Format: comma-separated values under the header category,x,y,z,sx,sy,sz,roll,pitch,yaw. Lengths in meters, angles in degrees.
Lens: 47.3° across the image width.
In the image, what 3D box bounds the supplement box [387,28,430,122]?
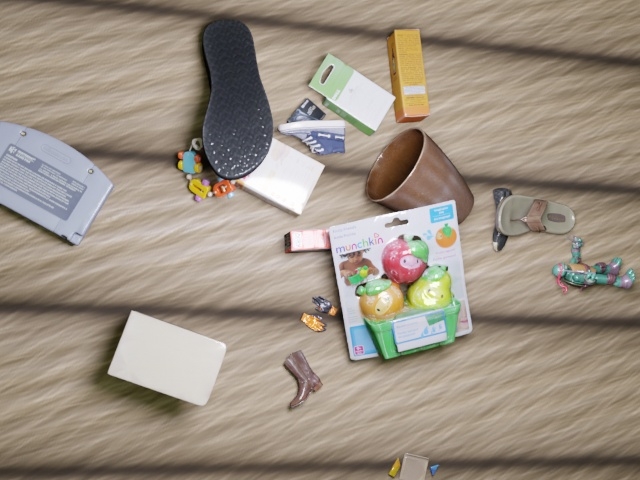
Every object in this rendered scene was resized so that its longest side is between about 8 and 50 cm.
category,x,y,z,sx,sy,sz,roll,pitch,yaw
supplement box,0.230,-0.432,1.923,0.080,0.078,0.233,-7,87,-13

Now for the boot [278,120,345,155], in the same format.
category,x,y,z,sx,sy,sz,roll,pitch,yaw
boot,-0.016,-0.256,1.839,0.190,0.069,0.086,-7,97,-28

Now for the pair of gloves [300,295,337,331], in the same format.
category,x,y,z,sx,sy,sz,roll,pitch,yaw
pair of gloves,-0.003,0.186,1.850,0.074,0.010,0.083,34,78,-7

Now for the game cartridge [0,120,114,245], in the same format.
category,x,y,z,sx,sy,sz,roll,pitch,yaw
game cartridge,-0.652,-0.143,1.717,0.297,0.062,0.198,30,75,-8

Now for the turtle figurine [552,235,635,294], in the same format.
category,x,y,z,sx,sy,sz,roll,pitch,yaw
turtle figurine,0.713,0.075,1.969,0.234,0.118,0.175,8,43,-13

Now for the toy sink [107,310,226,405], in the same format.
category,x,y,z,sx,sy,sz,roll,pitch,yaw
toy sink,-0.351,0.273,1.705,0.234,0.131,0.152,19,81,-5

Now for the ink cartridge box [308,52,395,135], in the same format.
category,x,y,z,sx,sy,sz,roll,pitch,yaw
ink cartridge box,0.076,-0.376,1.891,0.209,0.062,0.109,32,79,-8

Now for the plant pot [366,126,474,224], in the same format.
category,x,y,z,sx,sy,sz,roll,pitch,yaw
plant pot,0.273,-0.135,1.855,0.230,0.215,0.215,32,79,-23

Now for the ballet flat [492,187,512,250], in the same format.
category,x,y,z,sx,sy,sz,roll,pitch,yaw
ballet flat,0.483,-0.056,1.969,0.057,0.049,0.173,15,81,-52

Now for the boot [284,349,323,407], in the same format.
category,x,y,z,sx,sy,sz,roll,pitch,yaw
boot,-0.063,0.340,1.809,0.106,0.037,0.114,-37,97,-26

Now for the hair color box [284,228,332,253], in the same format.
category,x,y,z,sx,sy,sz,roll,pitch,yaw
hair color box,0.000,0.000,1.825,0.167,0.093,0.053,-2,85,-12

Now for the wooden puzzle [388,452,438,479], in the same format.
category,x,y,z,sx,sy,sz,roll,pitch,yaw
wooden puzzle,0.237,0.583,1.867,0.116,0.014,0.078,22,85,-9

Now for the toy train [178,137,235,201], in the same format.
category,x,y,z,sx,sy,sz,roll,pitch,yaw
toy train,-0.273,-0.165,1.783,0.125,0.046,0.166,-31,92,29

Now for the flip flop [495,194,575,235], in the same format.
category,x,y,z,sx,sy,sz,roll,pitch,yaw
flip flop,0.580,-0.062,1.944,0.277,0.080,0.112,4,90,-25

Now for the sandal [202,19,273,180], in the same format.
category,x,y,z,sx,sy,sz,roll,pitch,yaw
sandal,-0.206,-0.335,1.791,0.168,0.107,0.445,-1,66,-8

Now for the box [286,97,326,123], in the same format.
category,x,y,z,sx,sy,sz,roll,pitch,yaw
box,-0.036,-0.315,1.884,0.067,0.018,0.083,41,78,-7

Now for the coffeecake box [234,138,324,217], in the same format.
category,x,y,z,sx,sy,sz,roll,pitch,yaw
coffeecake box,-0.106,-0.164,1.829,0.185,0.068,0.142,28,80,-9

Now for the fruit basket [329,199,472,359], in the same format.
category,x,y,z,sx,sy,sz,roll,pitch,yaw
fruit basket,0.206,0.104,1.792,0.327,0.165,0.353,-12,110,-10
